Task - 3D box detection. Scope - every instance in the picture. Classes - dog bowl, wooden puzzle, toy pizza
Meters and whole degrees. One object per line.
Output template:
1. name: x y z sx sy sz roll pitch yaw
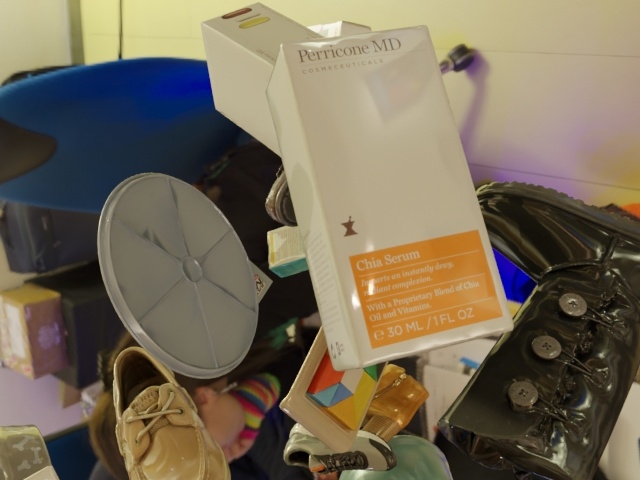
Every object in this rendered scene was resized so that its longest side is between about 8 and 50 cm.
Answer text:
1. dog bowl: -0.686 0.591 1.567 0.349 0.102 0.348 19 113 54
2. wooden puzzle: 0.048 0.253 1.255 0.044 0.238 0.221 10 151 43
3. toy pizza: -0.131 0.033 0.631 0.032 0.201 0.201 -24 86 27

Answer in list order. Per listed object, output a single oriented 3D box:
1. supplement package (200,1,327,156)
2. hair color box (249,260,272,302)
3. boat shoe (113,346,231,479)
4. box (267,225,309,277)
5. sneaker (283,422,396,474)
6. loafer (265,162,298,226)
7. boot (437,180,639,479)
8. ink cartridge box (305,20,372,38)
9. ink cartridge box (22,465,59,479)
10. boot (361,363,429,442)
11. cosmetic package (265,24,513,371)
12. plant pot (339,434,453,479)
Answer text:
1. supplement package: -0.098 -0.322 1.345 0.262 0.145 0.204 39 147 36
2. hair color box: -0.314 0.028 1.672 0.185 0.113 0.374 6 147 52
3. boat shoe: -0.220 0.252 0.901 0.341 0.122 0.110 30 146 59
4. box: 0.000 0.000 1.530 0.244 0.060 0.100 -17 59 21
5. sneaker: 0.042 0.489 1.530 0.272 0.108 0.100 0 119 26
6. loafer: -0.002 -0.131 1.167 0.095 0.302 0.109 11 137 40
7. boot: 0.309 0.131 1.051 0.367 0.445 0.146 19 152 35
8. ink cartridge box: 0.025 -0.443 1.648 0.212 0.093 0.154 21 107 56
9. ink cartridge box: -0.458 0.531 1.065 0.273 0.198 0.115 55 148 14
10. boot: 0.100 0.375 1.668 0.295 0.211 0.104 24 139 33
11. cosmetic package: 0.087 -0.059 0.979 0.161 0.230 0.453 132 124 -73
12. plant pot: 0.204 0.648 1.623 0.196 0.293 0.293 -119 31 -68
